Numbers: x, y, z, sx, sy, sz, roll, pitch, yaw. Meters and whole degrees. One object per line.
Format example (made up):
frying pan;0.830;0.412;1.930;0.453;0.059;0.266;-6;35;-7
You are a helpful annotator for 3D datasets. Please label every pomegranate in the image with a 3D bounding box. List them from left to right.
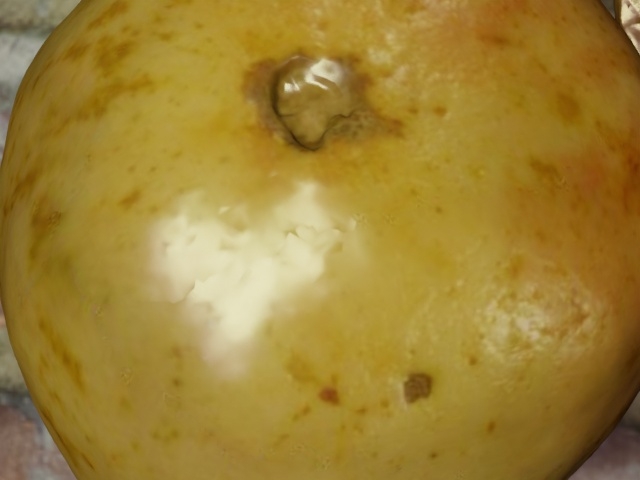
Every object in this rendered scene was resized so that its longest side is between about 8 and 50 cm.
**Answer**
pomegranate;0.000;0.000;0.585;0.343;0.342;0.342;0;90;20

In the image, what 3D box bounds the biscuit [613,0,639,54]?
biscuit;0.227;-0.132;0.630;0.142;0.029;0.220;-8;88;19
